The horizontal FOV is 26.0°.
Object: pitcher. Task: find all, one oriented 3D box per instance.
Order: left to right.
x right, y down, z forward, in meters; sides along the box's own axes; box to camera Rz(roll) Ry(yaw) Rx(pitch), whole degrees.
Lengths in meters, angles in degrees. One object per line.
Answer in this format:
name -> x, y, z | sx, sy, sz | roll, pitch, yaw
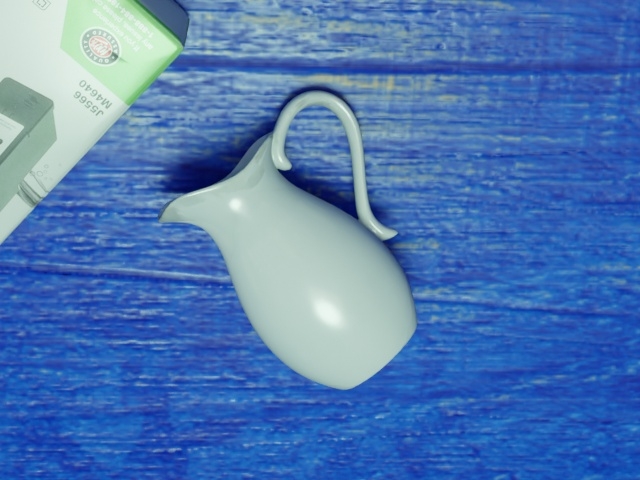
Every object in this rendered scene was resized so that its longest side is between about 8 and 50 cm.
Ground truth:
pitcher -> 0.000, 0.000, 1.117 | 0.178, 0.125, 0.207 | -42, 98, -4

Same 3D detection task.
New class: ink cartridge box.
ink cartridge box -> -0.262, -0.125, 1.042 | 0.198, 0.115, 0.273 | 40, 104, -17
